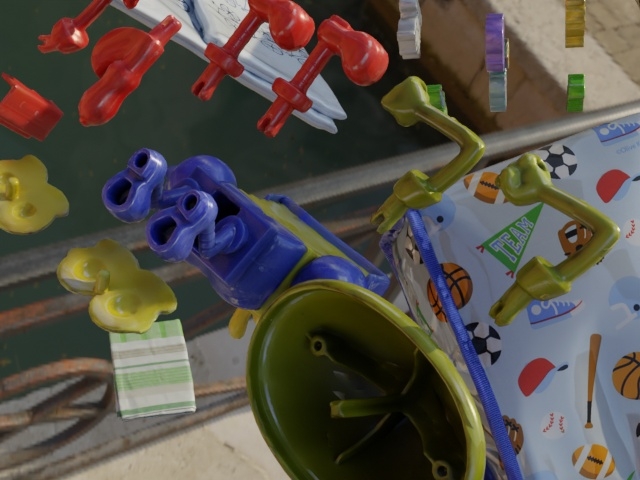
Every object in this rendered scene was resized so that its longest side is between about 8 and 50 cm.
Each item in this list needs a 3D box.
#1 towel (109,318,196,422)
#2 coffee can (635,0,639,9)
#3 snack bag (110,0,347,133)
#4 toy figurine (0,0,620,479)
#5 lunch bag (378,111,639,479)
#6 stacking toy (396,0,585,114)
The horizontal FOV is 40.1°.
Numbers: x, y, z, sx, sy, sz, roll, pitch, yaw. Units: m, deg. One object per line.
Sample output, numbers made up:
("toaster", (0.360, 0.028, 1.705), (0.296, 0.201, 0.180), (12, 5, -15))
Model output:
("towel", (-0.249, 0.190, 1.288), (0.113, 0.023, 0.152), (-3, 56, -19))
("coffee can", (0.307, -0.210, 0.593), (0.202, 0.201, 0.275), (1, 55, -18))
("snack bag", (-0.142, -0.273, 1.011), (0.343, 0.037, 0.323), (27, 22, -27))
("toy figurine", (0.000, 0.000, 0.510), (0.362, 0.217, 0.191), (37, 92, 31))
("lunch bag", (0.286, 0.101, 0.986), (0.328, 0.239, 0.385), (-22, 77, -6))
("stacking toy", (0.176, -0.169, 0.869), (0.167, 0.221, 0.052), (0, 70, 16))
